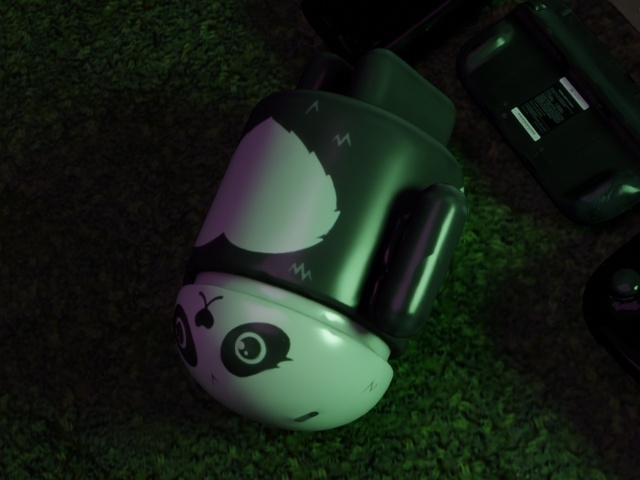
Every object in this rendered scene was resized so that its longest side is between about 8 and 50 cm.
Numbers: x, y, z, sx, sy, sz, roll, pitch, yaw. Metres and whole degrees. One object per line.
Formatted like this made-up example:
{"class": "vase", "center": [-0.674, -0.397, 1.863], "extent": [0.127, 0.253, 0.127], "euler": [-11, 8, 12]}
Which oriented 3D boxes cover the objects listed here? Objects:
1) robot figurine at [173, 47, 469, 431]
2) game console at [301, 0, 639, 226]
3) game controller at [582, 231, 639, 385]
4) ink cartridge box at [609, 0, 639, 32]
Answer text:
{"class": "robot figurine", "center": [0.000, -0.001, 1.021], "extent": [0.174, 0.209, 0.278], "euler": [22, 75, -1]}
{"class": "game console", "center": [0.137, -0.150, 1.108], "extent": [0.213, 0.044, 0.361], "euler": [-37, 58, 7]}
{"class": "game controller", "center": [0.320, 0.095, 0.904], "extent": [0.166, 0.067, 0.319], "euler": [-42, 59, 2]}
{"class": "ink cartridge box", "center": [0.309, -0.159, 1.023], "extent": [0.109, 0.062, 0.209], "euler": [-38, 58, 5]}
